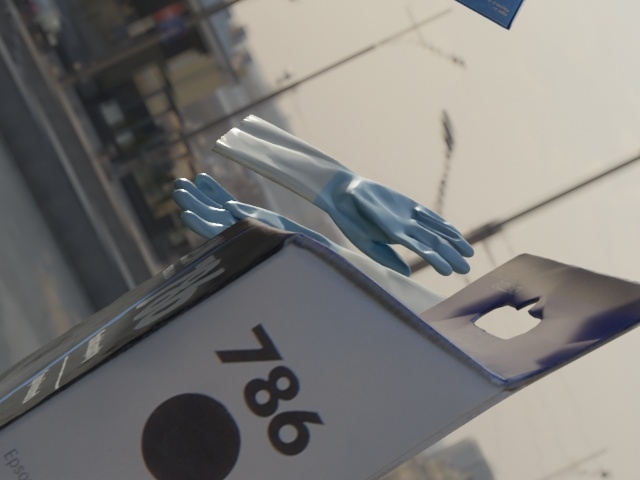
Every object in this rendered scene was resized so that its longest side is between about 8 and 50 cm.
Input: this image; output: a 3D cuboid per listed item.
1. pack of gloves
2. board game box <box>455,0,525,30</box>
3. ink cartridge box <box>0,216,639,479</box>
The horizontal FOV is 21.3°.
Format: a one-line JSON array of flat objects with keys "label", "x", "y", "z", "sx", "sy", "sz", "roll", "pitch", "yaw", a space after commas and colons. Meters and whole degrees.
[{"label": "pack of gloves", "x": 0.000, "y": 0.000, "z": 1.343, "sx": 0.232, "sy": 0.046, "sz": 0.195, "roll": 28, "pitch": 32, "yaw": 10}, {"label": "board game box", "x": 0.139, "y": -0.305, "z": 1.409, "sx": 0.160, "sy": 0.211, "sz": 0.039, "roll": 30, "pitch": 13, "yaw": 3}, {"label": "ink cartridge box", "x": -0.080, "y": 0.071, "z": 0.443, "sx": 0.065, "sy": 0.332, "sz": 0.165, "roll": 59, "pitch": -5, "yaw": -5}]
